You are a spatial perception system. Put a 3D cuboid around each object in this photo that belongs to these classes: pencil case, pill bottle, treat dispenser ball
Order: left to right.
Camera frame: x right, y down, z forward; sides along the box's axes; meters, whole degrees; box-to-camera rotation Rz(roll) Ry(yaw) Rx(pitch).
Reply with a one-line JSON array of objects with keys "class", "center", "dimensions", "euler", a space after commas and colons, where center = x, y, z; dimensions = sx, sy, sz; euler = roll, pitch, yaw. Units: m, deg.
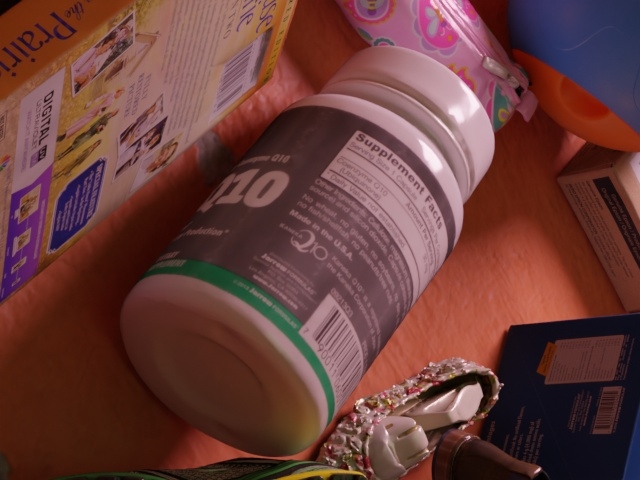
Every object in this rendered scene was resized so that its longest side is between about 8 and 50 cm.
[{"class": "pill bottle", "center": [0.000, 0.000, 1.574], "dimensions": [0.204, 0.204, 0.361], "euler": [55, 52, -22]}, {"class": "pencil case", "center": [0.100, -0.221, 1.758], "dimensions": [0.284, 0.124, 0.124], "euler": [50, 54, -25]}, {"class": "treat dispenser ball", "center": [0.340, -0.235, 1.857], "dimensions": [0.288, 0.288, 0.288], "euler": [8, 79, -42]}]

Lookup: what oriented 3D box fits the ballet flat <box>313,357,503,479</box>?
[{"class": "ballet flat", "center": [0.089, 0.178, 1.716], "dimensions": [0.241, 0.077, 0.091], "euler": [-34, 108, -40]}]

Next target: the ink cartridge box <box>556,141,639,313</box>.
[{"class": "ink cartridge box", "center": [0.396, -0.063, 2.028], "dimensions": [0.235, 0.088, 0.193], "euler": [-47, 114, -37]}]

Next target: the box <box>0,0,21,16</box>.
[{"class": "box", "center": [-0.288, -0.250, 1.386], "dimensions": [0.165, 0.143, 0.270], "euler": [-46, 115, -36]}]

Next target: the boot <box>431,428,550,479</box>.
[{"class": "boot", "center": [0.178, 0.288, 1.706], "dimensions": [0.082, 0.106, 0.219], "euler": [-41, 128, -35]}]

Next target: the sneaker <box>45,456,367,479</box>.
[{"class": "sneaker", "center": [-0.111, 0.248, 1.457], "dimensions": [0.343, 0.146, 0.134], "euler": [1, 91, -16]}]

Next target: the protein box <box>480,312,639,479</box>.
[{"class": "protein box", "center": [0.286, 0.195, 1.809], "dimensions": [0.136, 0.201, 0.200], "euler": [34, 62, -34]}]

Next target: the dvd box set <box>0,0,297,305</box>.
[{"class": "dvd box set", "center": [-0.163, -0.119, 1.365], "dimensions": [0.062, 0.308, 0.420], "euler": [40, 59, 11]}]
